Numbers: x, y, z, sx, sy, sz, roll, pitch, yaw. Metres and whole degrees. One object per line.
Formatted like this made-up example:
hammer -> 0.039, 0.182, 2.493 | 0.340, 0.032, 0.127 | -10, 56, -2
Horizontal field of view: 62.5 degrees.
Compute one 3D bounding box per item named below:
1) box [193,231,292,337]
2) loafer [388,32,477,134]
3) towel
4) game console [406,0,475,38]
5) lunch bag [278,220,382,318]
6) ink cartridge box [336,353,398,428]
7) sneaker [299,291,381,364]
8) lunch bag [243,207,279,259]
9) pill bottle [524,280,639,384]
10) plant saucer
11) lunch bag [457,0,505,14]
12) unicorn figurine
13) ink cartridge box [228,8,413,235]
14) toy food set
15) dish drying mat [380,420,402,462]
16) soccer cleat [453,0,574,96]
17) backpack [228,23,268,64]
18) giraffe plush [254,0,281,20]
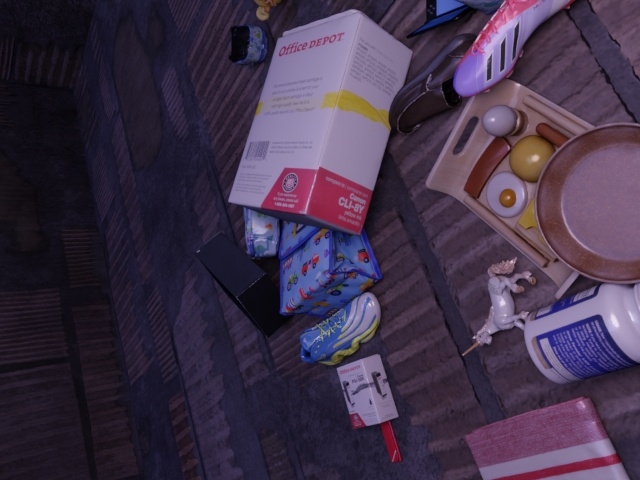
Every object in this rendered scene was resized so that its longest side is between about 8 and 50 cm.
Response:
box -> -0.207, 0.114, 1.415 | 0.261, 0.103, 0.184 | 36, 163, 46
loafer -> 0.203, -0.260, 0.936 | 0.220, 0.080, 0.078 | -48, 55, 43
towel -> 0.378, 0.422, 0.791 | 0.237, 0.037, 0.329 | -41, 62, 44
game console -> 0.214, -0.415, 0.920 | 0.122, 0.071, 0.107 | 3, 95, 52
lunch bag -> 0.000, 0.000, 1.211 | 0.221, 0.138, 0.293 | -44, 46, 45
ink cartridge box -> 0.098, 0.324, 1.132 | 0.099, 0.056, 0.135 | -37, 64, 48
sneaker -> 0.034, 0.205, 1.152 | 0.091, 0.126, 0.240 | 58, 135, 32
lunch bag -> -0.154, -0.060, 1.374 | 0.176, 0.090, 0.218 | 162, 105, -84
pill bottle -> 0.381, 0.116, 0.701 | 0.187, 0.112, 0.112 | -39, 62, 47
plant saucer -> 0.373, -0.046, 0.663 | 0.199, 0.036, 0.198 | 11, 105, 44
lunch bag -> 0.275, -0.419, 0.793 | 0.151, 0.129, 0.096 | 0, 93, 54
unicorn figurine -> 0.299, 0.113, 0.862 | 0.111, 0.060, 0.161 | -12, 67, 59
ink cartridge box -> -0.005, -0.227, 1.072 | 0.279, 0.160, 0.384 | 13, 86, 51
toy food set -> 0.309, -0.090, 0.798 | 0.306, 0.092, 0.219 | 51, 130, 38
dish drying mat -> 0.148, 0.424, 1.114 | 0.032, 0.008, 0.083 | -38, 63, 48
soccer cleat -> 0.280, -0.321, 0.766 | 0.248, 0.095, 0.083 | -44, 49, 21
backpack -> -0.189, -0.531, 1.433 | 0.114, 0.084, 0.105 | 21, 109, 56
giraffe plush -> -0.143, -0.661, 1.314 | 0.170, 0.210, 0.181 | 50, 166, 8
